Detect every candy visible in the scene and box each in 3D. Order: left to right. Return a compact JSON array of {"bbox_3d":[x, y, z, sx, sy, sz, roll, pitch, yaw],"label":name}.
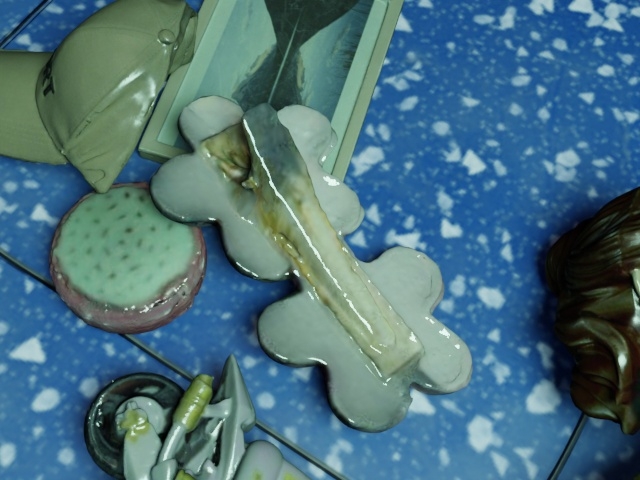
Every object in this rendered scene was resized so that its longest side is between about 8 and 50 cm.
[{"bbox_3d":[-0.126,0.011,0.603,0.103,0.043,0.103,2,66,-5],"label":"candy"}]

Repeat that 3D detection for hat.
[{"bbox_3d":[-0.176,-0.115,0.615,0.175,0.085,0.147,8,52,11],"label":"hat"}]

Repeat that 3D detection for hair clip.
[{"bbox_3d":[-0.003,0.004,0.592,0.146,0.075,0.257,-31,86,-38],"label":"hair clip"}]

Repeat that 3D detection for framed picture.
[{"bbox_3d":[-0.032,-0.128,0.691,0.150,0.015,0.203,18,65,3],"label":"framed picture"}]

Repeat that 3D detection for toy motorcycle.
[{"bbox_3d":[-0.046,0.172,0.518,0.152,0.073,0.225,-11,68,-11],"label":"toy motorcycle"}]

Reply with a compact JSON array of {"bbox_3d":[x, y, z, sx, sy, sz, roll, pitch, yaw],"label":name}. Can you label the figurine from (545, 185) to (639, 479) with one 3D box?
[{"bbox_3d":[0.206,0.108,0.515,0.188,0.168,0.315,12,62,-11],"label":"figurine"}]
